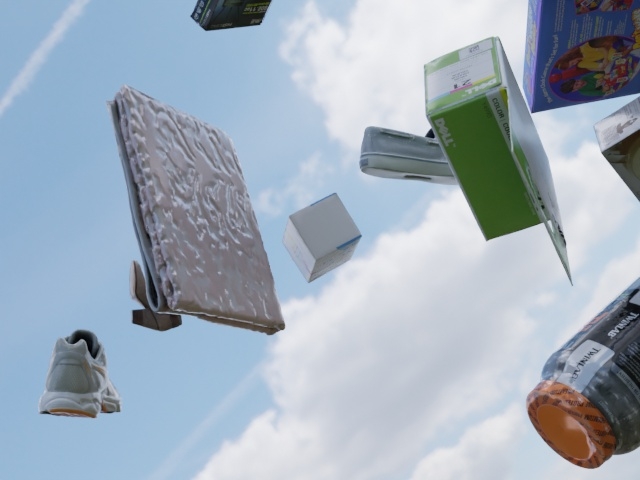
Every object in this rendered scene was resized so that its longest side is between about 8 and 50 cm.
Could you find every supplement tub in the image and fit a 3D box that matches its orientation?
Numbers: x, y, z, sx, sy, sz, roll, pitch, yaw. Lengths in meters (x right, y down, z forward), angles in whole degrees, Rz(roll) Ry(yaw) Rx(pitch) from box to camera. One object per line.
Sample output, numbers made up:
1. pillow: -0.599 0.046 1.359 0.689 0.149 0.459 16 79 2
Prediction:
1. supplement tub: 0.484 0.204 1.684 0.316 0.193 0.193 -36 -23 -25

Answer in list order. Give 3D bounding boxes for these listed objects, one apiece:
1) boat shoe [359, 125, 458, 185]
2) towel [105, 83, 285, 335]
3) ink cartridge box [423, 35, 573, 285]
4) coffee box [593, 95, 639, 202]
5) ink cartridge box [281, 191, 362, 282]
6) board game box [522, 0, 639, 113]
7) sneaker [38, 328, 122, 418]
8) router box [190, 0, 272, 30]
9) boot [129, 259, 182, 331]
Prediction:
1. boat shoe: 0.166 -0.127 1.543 0.228 0.081 0.079 5 -8 -19
2. towel: -0.174 -0.033 1.529 0.053 0.331 0.317 -22 -18 21
3. ink cartridge box: 0.192 -0.081 1.175 0.097 0.255 0.188 -19 -58 18
4. coffee box: 0.576 -0.178 1.671 0.247 0.141 0.098 -33 25 24
5. ink cartridge box: 0.000 0.000 1.777 0.092 0.090 0.143 -28 -14 -15
6. board game box: 0.507 -0.394 1.989 0.233 0.078 0.347 -10 -33 0
7. sneaker: -0.336 0.189 1.537 0.099 0.121 0.262 5 -6 -5
8. router box: -0.119 -0.354 1.540 0.122 0.038 0.092 -19 -31 -47
9. boot: -0.269 0.091 1.756 0.087 0.118 0.042 0 0 -21
